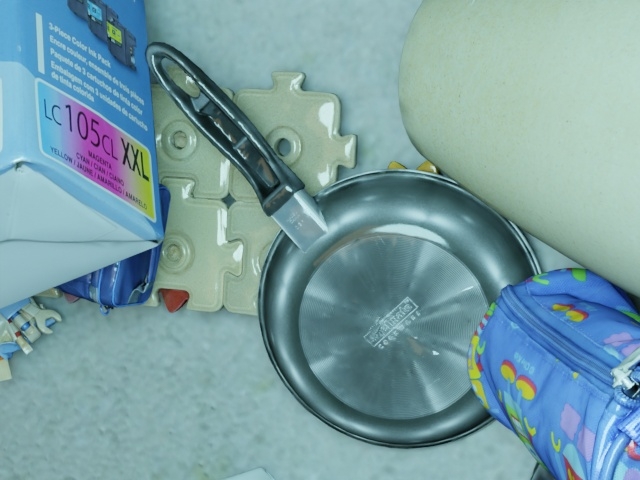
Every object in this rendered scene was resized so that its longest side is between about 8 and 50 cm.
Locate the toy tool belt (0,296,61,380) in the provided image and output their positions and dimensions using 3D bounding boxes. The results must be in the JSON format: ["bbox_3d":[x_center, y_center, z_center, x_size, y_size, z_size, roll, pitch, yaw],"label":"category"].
[{"bbox_3d":[-0.219,0.063,1.352,0.083,0.052,0.051,-38,85,-8],"label":"toy tool belt"}]

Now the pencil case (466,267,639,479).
[{"bbox_3d":[0.171,0.097,1.038,0.119,0.306,0.133,-34,104,-1],"label":"pencil case"}]

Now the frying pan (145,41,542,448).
[{"bbox_3d":[0.028,-0.008,1.197,0.197,0.053,0.326,-20,102,14],"label":"frying pan"}]

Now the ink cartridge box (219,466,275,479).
[{"bbox_3d":[-0.128,0.295,1.242,0.115,0.198,0.273,47,109,16],"label":"ink cartridge box"}]

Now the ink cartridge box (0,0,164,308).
[{"bbox_3d":[-0.267,-0.148,1.252,0.270,0.151,0.396,-21,56,23],"label":"ink cartridge box"}]

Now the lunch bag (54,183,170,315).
[{"bbox_3d":[-0.143,0.003,1.253,0.065,0.067,0.098,13,97,20],"label":"lunch bag"}]

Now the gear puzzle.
[{"bbox_3d":[-0.050,-0.033,1.277,0.338,0.044,0.176,4,94,21],"label":"gear puzzle"}]

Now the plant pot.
[{"bbox_3d":[0.191,-0.080,1.075,0.274,0.256,0.257,15,99,38],"label":"plant pot"}]
